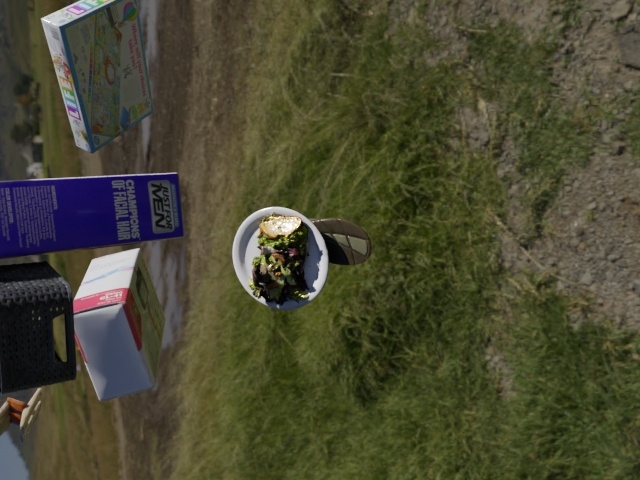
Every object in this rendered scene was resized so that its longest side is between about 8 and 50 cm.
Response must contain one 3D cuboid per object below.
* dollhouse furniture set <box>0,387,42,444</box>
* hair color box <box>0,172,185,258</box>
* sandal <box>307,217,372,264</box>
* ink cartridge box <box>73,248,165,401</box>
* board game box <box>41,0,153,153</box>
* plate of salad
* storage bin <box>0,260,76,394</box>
[{"bbox_3d":[-0.728,0.295,1.277,0.259,0.261,0.135,121,167,-48],"label":"dollhouse furniture set"},{"bbox_3d":[-0.393,-0.034,0.876,0.185,0.338,0.110,-1,97,52],"label":"hair color box"},{"bbox_3d":[0.000,0.000,1.167,0.219,0.060,0.090,-1,97,28],"label":"sandal"},{"bbox_3d":[-0.457,0.181,1.386,0.306,0.131,0.226,-112,9,-66],"label":"ink cartridge box"},{"bbox_3d":[-0.236,-0.185,0.659,0.026,0.103,0.154,26,139,18],"label":"board game box"},{"bbox_3d":[-0.081,0.037,1.129,0.048,0.199,0.200,-32,-54,-67],"label":"plate of salad"},{"bbox_3d":[-0.372,0.103,0.757,0.180,0.084,0.122,17,108,55],"label":"storage bin"}]
